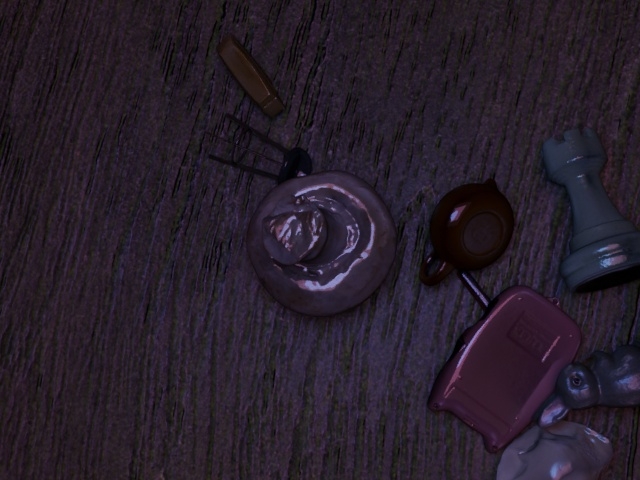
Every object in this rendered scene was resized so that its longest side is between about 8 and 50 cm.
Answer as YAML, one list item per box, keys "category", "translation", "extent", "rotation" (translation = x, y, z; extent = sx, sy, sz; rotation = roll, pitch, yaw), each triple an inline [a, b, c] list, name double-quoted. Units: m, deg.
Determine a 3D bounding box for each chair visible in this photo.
- category: "chair"
  translation: [-0.130, -0.179, 1.970]
  extent: [0.221, 0.095, 0.104]
  rotation: [24, 97, 8]

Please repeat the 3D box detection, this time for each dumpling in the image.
- category: "dumpling"
  translation: [0.445, 0.427, 1.832]
  extent: [0.216, 0.126, 0.166]
  rotation: [-46, 53, 12]

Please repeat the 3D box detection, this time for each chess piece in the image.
- category: "chess piece"
  translation: [0.530, -0.064, 1.856]
  extent: [0.194, 0.194, 0.299]
  rotation: [-15, 73, 4]

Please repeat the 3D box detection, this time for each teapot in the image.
- category: "teapot"
  translation: [0.280, -0.016, 1.899]
  extent: [0.178, 0.135, 0.252]
  rotation: [37, 93, -24]

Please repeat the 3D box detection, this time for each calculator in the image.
- category: "calculator"
  translation: [0.371, 0.244, 1.871]
  extent: [0.220, 0.048, 0.330]
  rotation: [36, 89, -1]

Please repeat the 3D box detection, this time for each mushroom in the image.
- category: "mushroom"
  translation: [0.000, 0.000, 1.835]
  extent: [0.297, 0.290, 0.298]
  rotation: [-1, 83, 6]

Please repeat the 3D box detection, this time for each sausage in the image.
- category: "sausage"
  translation: [0.336, 0.130, 1.918]
  extent: [0.025, 0.028, 0.198]
  rotation: [-39, 79, 18]

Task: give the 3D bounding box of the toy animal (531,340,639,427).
- category: "toy animal"
  translation: [0.521, 0.281, 1.821]
  extent: [0.251, 0.127, 0.125]
  rotation: [-19, 76, -2]

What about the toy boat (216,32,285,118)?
- category: "toy boat"
  translation: [-0.144, -0.344, 2.003]
  extent: [0.057, 0.077, 0.200]
  rotation: [-38, 83, 13]
